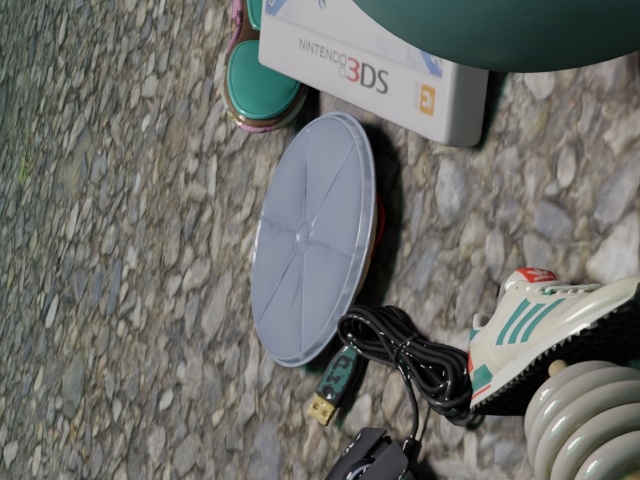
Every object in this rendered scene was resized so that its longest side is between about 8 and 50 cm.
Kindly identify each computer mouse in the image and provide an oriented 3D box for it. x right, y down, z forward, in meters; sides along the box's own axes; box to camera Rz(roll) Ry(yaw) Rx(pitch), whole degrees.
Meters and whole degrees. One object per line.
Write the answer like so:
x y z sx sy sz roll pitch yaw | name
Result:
0.010 0.167 1.011 0.184 0.060 0.262 44 117 60 | computer mouse

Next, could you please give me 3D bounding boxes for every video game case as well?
0.040 -0.260 1.064 0.300 0.036 0.329 32 121 58 | video game case

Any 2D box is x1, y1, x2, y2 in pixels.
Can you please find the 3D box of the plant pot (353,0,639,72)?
0.112 -0.217 0.750 0.235 0.293 0.293 130 147 -73 | plant pot

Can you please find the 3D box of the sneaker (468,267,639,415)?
0.129 0.041 0.828 0.161 0.057 0.075 -46 45 52 | sneaker

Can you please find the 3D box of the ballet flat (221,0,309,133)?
-0.050 -0.158 1.295 0.079 0.077 0.221 104 167 -50 | ballet flat

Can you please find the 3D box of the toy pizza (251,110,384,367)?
0.000 0.000 1.147 0.201 0.032 0.201 -40 44 54 | toy pizza

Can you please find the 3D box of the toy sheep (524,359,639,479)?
0.144 0.102 0.732 0.091 0.091 0.132 -67 27 19 | toy sheep
